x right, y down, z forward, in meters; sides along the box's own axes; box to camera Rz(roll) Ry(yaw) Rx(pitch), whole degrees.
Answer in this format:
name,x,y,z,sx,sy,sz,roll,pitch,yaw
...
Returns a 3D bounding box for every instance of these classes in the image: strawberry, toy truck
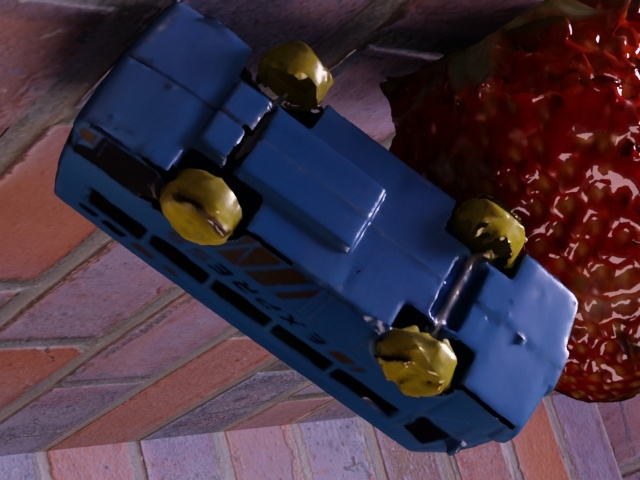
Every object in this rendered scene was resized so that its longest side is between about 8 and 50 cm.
name,x,y,z,sx,sy,sz,roll,pitch,yaw
strawberry,0.216,-0.027,1.072,0.292,0.344,0.292,-24,179,-1
toy truck,0.000,0.000,0.950,0.385,0.161,0.162,35,150,-7
